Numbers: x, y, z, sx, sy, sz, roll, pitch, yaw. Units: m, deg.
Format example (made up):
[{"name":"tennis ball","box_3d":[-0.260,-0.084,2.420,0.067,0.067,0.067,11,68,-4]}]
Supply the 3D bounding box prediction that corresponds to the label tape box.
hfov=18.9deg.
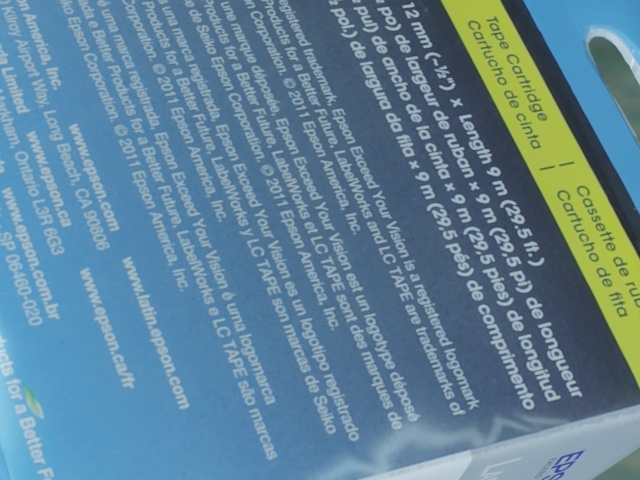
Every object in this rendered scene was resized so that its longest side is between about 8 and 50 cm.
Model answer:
[{"name":"label tape box","box_3d":[0.000,0.000,0.765,0.348,0.115,0.249,-11,62,-26]}]
